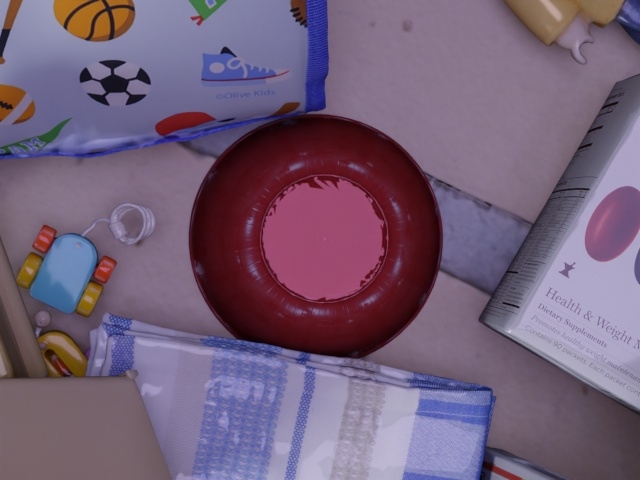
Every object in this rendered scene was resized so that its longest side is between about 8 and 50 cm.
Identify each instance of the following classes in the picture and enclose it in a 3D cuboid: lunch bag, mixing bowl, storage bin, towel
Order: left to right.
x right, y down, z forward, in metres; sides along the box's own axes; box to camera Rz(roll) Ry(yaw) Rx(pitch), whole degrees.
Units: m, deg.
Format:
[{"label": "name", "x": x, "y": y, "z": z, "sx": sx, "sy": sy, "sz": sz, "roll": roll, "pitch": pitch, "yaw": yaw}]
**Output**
[{"label": "storage bin", "x": -0.254, "y": 0.180, "z": 1.103, "sx": 0.260, "sy": 0.262, "sz": 0.123, "roll": -25, "pitch": 78, "yaw": 20}, {"label": "lunch bag", "x": -0.168, "y": -0.238, "z": 1.160, "sx": 0.328, "sy": 0.239, "sz": 0.385, "roll": -9, "pitch": 117, "yaw": -5}, {"label": "towel", "x": -0.032, "y": 0.175, "z": 1.234, "sx": 0.285, "sy": 0.034, "sz": 0.209, "roll": 10, "pitch": 93, "yaw": -5}, {"label": "mixing bowl", "x": 0.000, "y": 0.000, "z": 1.242, "sx": 0.181, "sy": 0.098, "sz": 0.181, "roll": 0, "pitch": 91, "yaw": -4}]

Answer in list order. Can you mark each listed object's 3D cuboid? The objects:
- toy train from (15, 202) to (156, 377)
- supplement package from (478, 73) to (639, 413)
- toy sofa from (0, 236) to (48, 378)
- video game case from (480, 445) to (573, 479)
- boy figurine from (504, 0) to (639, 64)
[{"label": "toy train", "x": -0.145, "y": 0.060, "z": 1.260, "sx": 0.125, "sy": 0.046, "sz": 0.166, "roll": -13, "pitch": 93, "yaw": -5}, {"label": "supplement package", "x": 0.247, "y": 0.019, "z": 1.230, "sx": 0.194, "sy": 0.149, "sz": 0.203, "roll": 30, "pitch": 89, "yaw": -3}, {"label": "toy sofa", "x": -0.371, "y": 0.085, "z": 1.172, "sx": 0.363, "sy": 0.177, "sz": 0.150, "roll": -20, "pitch": 84, "yaw": -4}, {"label": "video game case", "x": 0.132, "y": 0.249, "z": 1.153, "sx": 0.025, "sy": 0.285, "sz": 0.204, "roll": 10, "pitch": 89, "yaw": -11}, {"label": "boy figurine", "x": 0.191, "y": -0.220, "z": 1.260, "sx": 0.285, "sy": 0.092, "sz": 0.177, "roll": 30, "pitch": 91, "yaw": -6}]
